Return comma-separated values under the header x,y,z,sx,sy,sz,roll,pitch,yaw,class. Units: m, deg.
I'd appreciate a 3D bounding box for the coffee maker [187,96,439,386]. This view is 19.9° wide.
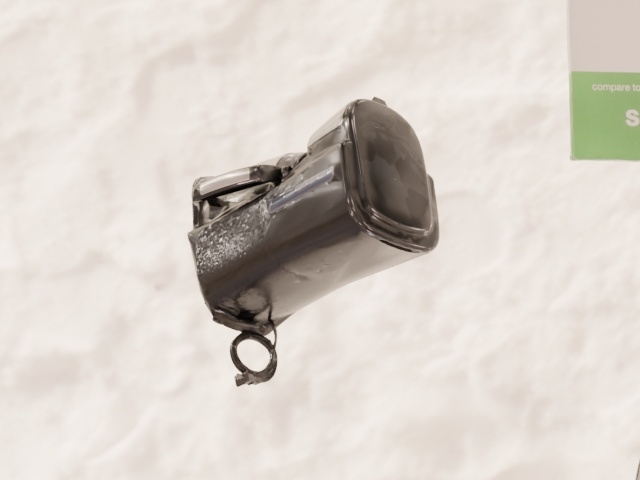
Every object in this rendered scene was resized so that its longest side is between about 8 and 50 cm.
x,y,z,sx,sy,sz,roll,pitch,yaw,class
0.000,0.000,1.401,0.178,0.120,0.171,-25,82,39,coffee maker

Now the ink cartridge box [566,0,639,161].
x,y,z,sx,sy,sz,roll,pitch,yaw,class
0.194,-0.158,0.963,0.093,0.154,0.212,2,105,30,ink cartridge box

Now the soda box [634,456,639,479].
x,y,z,sx,sy,sz,roll,pitch,yaw,class
0.248,0.188,1.183,0.098,0.091,0.286,10,78,13,soda box
